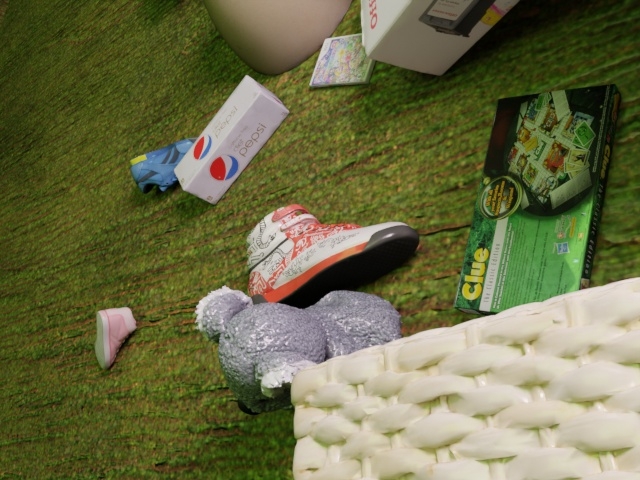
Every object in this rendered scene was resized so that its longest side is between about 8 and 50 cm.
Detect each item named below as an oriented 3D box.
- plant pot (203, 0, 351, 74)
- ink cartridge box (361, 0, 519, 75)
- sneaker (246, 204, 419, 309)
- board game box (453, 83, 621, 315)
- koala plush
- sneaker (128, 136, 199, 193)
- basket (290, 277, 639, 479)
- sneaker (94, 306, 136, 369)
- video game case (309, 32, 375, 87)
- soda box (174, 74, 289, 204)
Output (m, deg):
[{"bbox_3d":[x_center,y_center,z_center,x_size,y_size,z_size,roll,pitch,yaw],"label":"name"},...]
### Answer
[{"bbox_3d":[-0.103,-0.460,1.046,0.284,0.191,0.283,-20,58,36],"label":"plant pot"},{"bbox_3d":[0.170,-0.378,0.711,0.306,0.131,0.225,141,133,-61],"label":"ink cartridge box"},{"bbox_3d":[-0.001,0.000,0.814,0.270,0.090,0.144,-31,55,32],"label":"sneaker"},{"bbox_3d":[0.234,-0.041,0.661,0.136,0.030,0.259,5,75,42],"label":"board game box"},{"bbox_3d":[-0.027,0.130,0.685,0.196,0.221,0.203,37,98,46],"label":"koala plush"},{"bbox_3d":[-0.274,-0.145,1.161,0.210,0.069,0.082,-15,94,28],"label":"sneaker"},{"bbox_3d":[0.171,0.225,0.432,0.331,0.267,0.328,-22,58,36],"label":"basket"},{"bbox_3d":[-0.372,0.177,1.112,0.051,0.070,0.134,40,129,36],"label":"sneaker"},{"bbox_3d":[0.040,-0.286,0.962,0.122,0.011,0.087,10,78,45],"label":"video game case"},{"bbox_3d":[-0.156,-0.170,1.044,0.216,0.074,0.069,-49,46,15],"label":"soda box"}]
